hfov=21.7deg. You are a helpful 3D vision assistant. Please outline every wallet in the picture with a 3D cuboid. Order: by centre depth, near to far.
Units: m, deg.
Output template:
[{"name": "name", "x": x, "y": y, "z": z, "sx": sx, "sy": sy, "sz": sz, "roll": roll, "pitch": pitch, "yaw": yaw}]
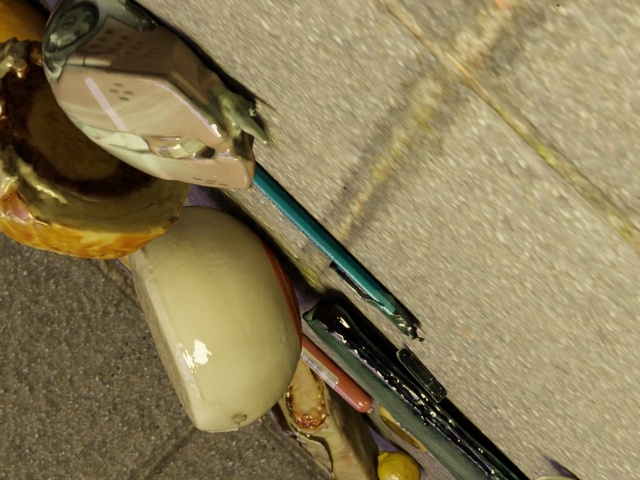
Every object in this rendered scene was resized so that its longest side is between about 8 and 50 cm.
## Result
[{"name": "wallet", "x": 0.124, "y": 0.210, "z": 1.999, "sx": 0.379, "sy": 0.046, "sz": 0.190, "roll": 45, "pitch": 172, "yaw": -3}]

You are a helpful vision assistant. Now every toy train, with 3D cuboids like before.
[{"name": "toy train", "x": 0.112, "y": 0.149, "z": 1.885, "sx": 0.083, "sy": 0.017, "sz": 0.017, "roll": 49, "pitch": 177, "yaw": -23}]

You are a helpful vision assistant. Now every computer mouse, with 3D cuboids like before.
[{"name": "computer mouse", "x": -0.165, "y": -0.128, "z": 1.599, "sx": 0.389, "sy": 0.115, "sz": 0.199, "roll": 35, "pitch": 169, "yaw": 49}]

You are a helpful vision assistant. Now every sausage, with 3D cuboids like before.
[{"name": "sausage", "x": -0.004, "y": 0.175, "z": 2.433, "sx": 0.223, "sy": 0.029, "sz": 0.029, "roll": 42, "pitch": 170, "yaw": 13}]

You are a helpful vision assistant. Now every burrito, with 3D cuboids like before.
[{"name": "burrito", "x": 0.001, "y": 0.273, "z": 2.554, "sx": 0.348, "sy": 0.107, "sz": 0.175, "roll": 56, "pitch": -178, "yaw": -36}]

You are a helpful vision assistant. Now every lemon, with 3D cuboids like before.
[{"name": "lemon", "x": 0.120, "y": 0.358, "z": 2.586, "sx": 0.083, "sy": 0.062, "sz": 0.062, "roll": 47, "pitch": 170, "yaw": 0}]

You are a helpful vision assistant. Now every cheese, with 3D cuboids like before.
[{"name": "cheese", "x": 0.107, "y": 0.226, "z": 2.169, "sx": 0.086, "sy": 0.036, "sz": 0.162, "roll": 40, "pitch": 170, "yaw": 21}]

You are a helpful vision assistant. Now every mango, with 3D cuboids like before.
[{"name": "mango", "x": -0.348, "y": -0.214, "z": 2.013, "sx": 0.262, "sy": 0.109, "sz": 0.157, "roll": 42, "pitch": 162, "yaw": -16}]

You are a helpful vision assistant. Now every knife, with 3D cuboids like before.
[{"name": "knife", "x": -0.002, "y": 0.002, "z": 1.714, "sx": 0.296, "sy": 0.026, "sz": 0.044, "roll": 44, "pitch": -178, "yaw": 2}]

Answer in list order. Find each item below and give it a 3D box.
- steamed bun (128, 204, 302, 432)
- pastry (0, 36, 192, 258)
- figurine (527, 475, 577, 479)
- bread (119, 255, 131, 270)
[{"name": "steamed bun", "x": -0.118, "y": 0.086, "z": 2.049, "sx": 0.283, "sy": 0.177, "sz": 0.283, "roll": 158, "pitch": 90, "yaw": -80}, {"name": "pastry", "x": -0.271, "y": -0.075, "z": 1.778, "sx": 0.256, "sy": 0.170, "sz": 0.237, "roll": 5, "pitch": -122, "yaw": -44}, {"name": "figurine", "x": 0.268, "y": 0.352, "z": 1.766, "sx": 0.176, "sy": 0.133, "sz": 0.236, "roll": 20, "pitch": 155, "yaw": 22}, {"name": "bread", "x": -0.241, "y": 0.010, "z": 2.491, "sx": 0.236, "sy": 0.106, "sz": 0.140, "roll": 41, "pitch": 171, "yaw": 22}]
